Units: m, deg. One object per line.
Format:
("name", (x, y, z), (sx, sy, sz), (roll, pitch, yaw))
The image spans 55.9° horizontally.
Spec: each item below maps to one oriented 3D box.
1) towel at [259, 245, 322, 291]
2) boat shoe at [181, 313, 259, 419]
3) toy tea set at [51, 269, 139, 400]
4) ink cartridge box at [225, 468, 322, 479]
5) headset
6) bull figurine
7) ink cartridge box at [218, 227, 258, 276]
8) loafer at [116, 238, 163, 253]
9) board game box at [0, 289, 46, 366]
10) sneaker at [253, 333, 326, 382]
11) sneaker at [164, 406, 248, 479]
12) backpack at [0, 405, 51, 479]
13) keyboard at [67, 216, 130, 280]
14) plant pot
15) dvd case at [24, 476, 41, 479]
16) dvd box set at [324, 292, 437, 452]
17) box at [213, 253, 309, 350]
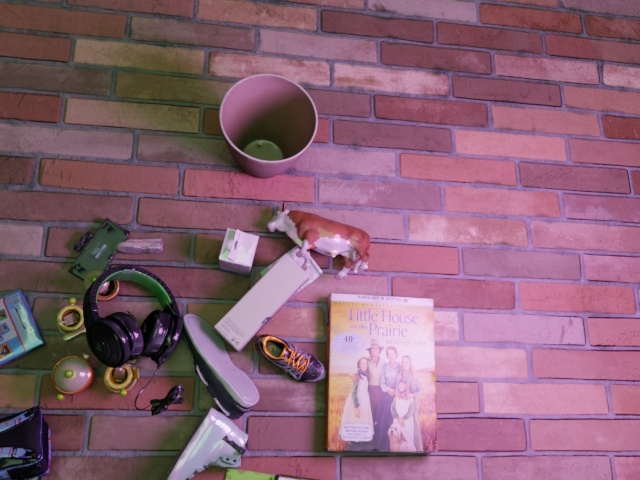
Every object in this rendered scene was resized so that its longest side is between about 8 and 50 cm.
("towel", (-0.083, 0.092, 1.725), (0.152, 0.023, 0.113), (-35, 81, -17))
("boat shoe", (-0.286, 0.330, 1.580), (0.091, 0.114, 0.303), (-46, 69, 21))
("toy tea set", (-0.587, 0.241, 1.544), (0.199, 0.124, 0.336), (-10, 76, -12))
("ink cartridge box", (-0.122, 0.684, 1.506), (0.255, 0.097, 0.189), (11, 72, -7))
("headset", (-0.439, 0.234, 1.501), (0.243, 0.185, 0.394), (4, 59, -46))
("bull figurine", (0.000, 0.000, 1.707), (0.310, 0.101, 0.189), (11, 50, -11))
("ink cartridge box", (-0.225, 0.034, 1.656), (0.089, 0.143, 0.092), (14, 72, -5))
("loafer", (-0.501, 0.013, 1.674), (0.125, 0.045, 0.039), (3, 56, -15))
("board game box", (-0.841, 0.245, 1.547), (0.211, 0.039, 0.160), (-26, 79, -16))
("sneaker", (-0.083, 0.319, 1.628), (0.214, 0.083, 0.084), (26, 70, -3))
("sneaker", (-0.286, 0.568, 1.511), (0.151, 0.094, 0.256), (35, 82, -8))
("backpack", (-0.741, 0.497, 1.430), (0.173, 0.117, 0.158), (-11, 48, -16))
("keyboard", (-0.618, 0.023, 1.659), (0.108, 0.023, 0.180), (32, 70, -6))
("plant pot", (-0.155, -0.281, 1.692), (0.256, 0.274, 0.257), (3, 73, -9))
("dvd case", (-0.820, 0.606, 1.453), (0.252, 0.022, 0.181), (14, 71, -5))
("dvd box set", (0.168, 0.363, 1.667), (0.307, 0.062, 0.421), (5, 73, -8))
("box", (-0.158, 0.170, 1.633), (0.094, 0.113, 0.275), (44, 78, 4))
